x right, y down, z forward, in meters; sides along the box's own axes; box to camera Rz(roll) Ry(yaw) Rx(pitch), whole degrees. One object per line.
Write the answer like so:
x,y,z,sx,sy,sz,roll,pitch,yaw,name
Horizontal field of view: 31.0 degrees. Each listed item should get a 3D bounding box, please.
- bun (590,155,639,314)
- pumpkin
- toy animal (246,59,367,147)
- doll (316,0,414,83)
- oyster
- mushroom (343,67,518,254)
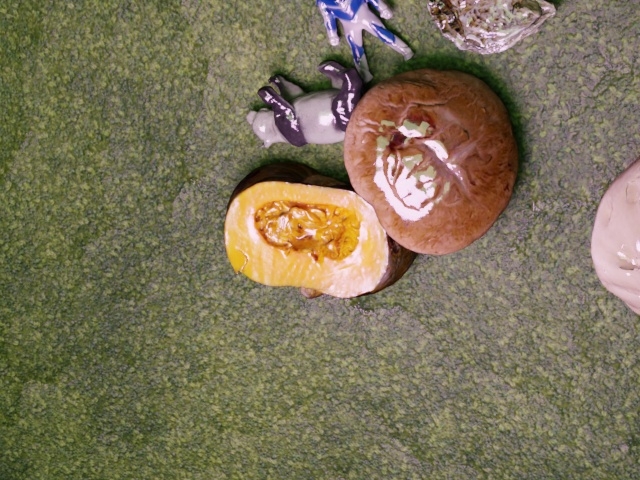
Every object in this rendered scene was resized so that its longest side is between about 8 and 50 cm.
0.562,-0.004,1.572,0.362,0.234,0.326,18,109,8,bun
0.000,0.000,1.846,0.317,0.139,0.221,8,108,16,pumpkin
-0.020,-0.206,1.806,0.225,0.094,0.121,-9,114,23,toy animal
0.042,-0.352,1.744,0.114,0.057,0.227,-25,102,31,doll
0.243,-0.331,1.669,0.177,0.064,0.125,32,116,14,oyster
0.164,-0.121,1.708,0.278,0.146,0.278,-1,95,-9,mushroom
